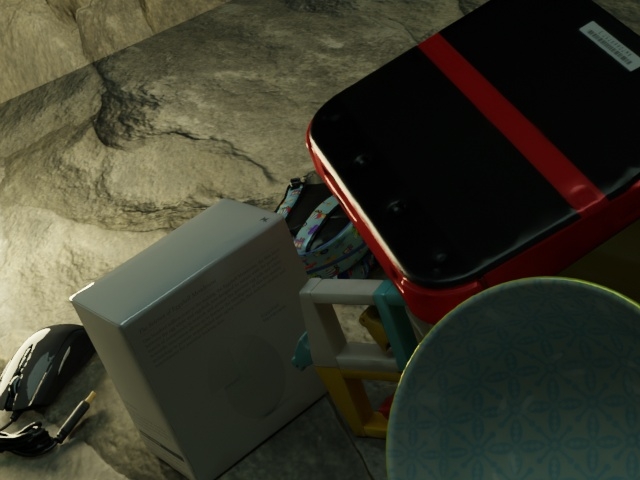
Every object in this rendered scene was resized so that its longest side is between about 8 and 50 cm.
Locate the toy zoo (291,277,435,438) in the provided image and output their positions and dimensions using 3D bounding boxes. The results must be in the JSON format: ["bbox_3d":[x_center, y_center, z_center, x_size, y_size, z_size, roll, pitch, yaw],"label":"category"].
[{"bbox_3d":[0.096,0.124,1.244,0.293,0.192,0.030,-1,33,36],"label":"toy zoo"}]

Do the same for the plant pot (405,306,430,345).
[{"bbox_3d":[0.148,0.100,1.356,0.109,0.109,0.096,-20,39,3],"label":"plant pot"}]

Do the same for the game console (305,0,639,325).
[{"bbox_3d":[0.179,-0.104,1.236,0.342,0.060,0.386,-31,39,-1],"label":"game console"}]

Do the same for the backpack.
[{"bbox_3d":[0.000,0.000,1.621,0.158,0.117,0.173,-2,32,33],"label":"backpack"}]

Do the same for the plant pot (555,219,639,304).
[{"bbox_3d":[0.343,-0.020,1.297,0.239,0.254,0.254,24,50,35],"label":"plant pot"}]

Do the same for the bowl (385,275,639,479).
[{"bbox_3d":[0.217,0.183,1.055,0.289,0.290,0.156,-4,-11,31],"label":"bowl"}]

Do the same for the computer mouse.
[{"bbox_3d":[-0.355,0.180,1.612,0.184,0.060,0.262,-3,33,34],"label":"computer mouse"}]

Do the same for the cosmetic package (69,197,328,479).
[{"bbox_3d":[-0.122,0.108,1.394,0.224,0.225,0.138,-34,30,-25],"label":"cosmetic package"}]
